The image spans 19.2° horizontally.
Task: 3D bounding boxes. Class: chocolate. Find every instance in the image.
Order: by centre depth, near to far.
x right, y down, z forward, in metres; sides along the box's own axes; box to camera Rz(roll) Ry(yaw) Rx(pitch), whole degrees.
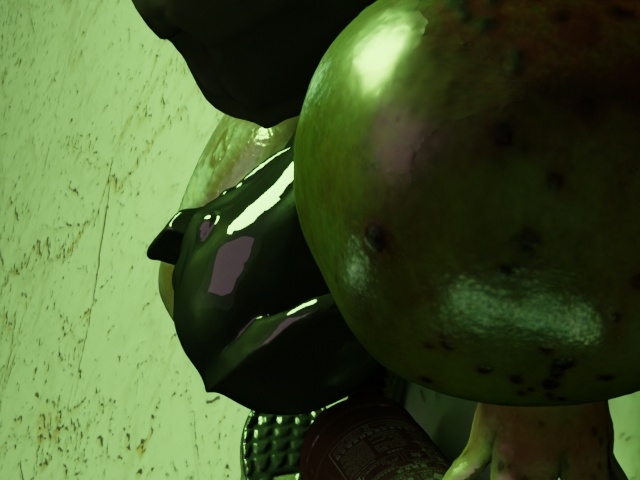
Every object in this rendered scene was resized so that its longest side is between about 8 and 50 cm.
[{"bbox_3d":[-0.093,-0.029,1.788,0.261,0.083,0.161,-67,22,14],"label":"chocolate"}]

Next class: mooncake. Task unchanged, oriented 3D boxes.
[{"bbox_3d":[-0.072,-0.275,1.538,0.212,0.381,0.350,-28,47,5],"label":"mooncake"}]

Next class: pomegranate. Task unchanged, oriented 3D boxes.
[{"bbox_3d":[0.131,-0.010,1.077,0.291,0.291,0.323,-100,1,-49],"label":"pomegranate"}]

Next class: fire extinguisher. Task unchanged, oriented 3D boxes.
[{"bbox_3d":[0.063,0.199,1.241,0.105,0.105,0.269,-67,24,12],"label":"fire extinguisher"}]

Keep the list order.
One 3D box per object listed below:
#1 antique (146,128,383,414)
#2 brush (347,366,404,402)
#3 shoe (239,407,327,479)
[{"bbox_3d":[0.000,0.000,1.360,0.255,0.185,0.322,-50,6,17],"label":"antique"},{"bbox_3d":[0.024,0.185,1.428,0.043,0.036,0.248,168,117,-74],"label":"brush"},{"bbox_3d":[-0.036,0.207,1.504,0.077,0.074,0.194,112,165,-50],"label":"shoe"}]
